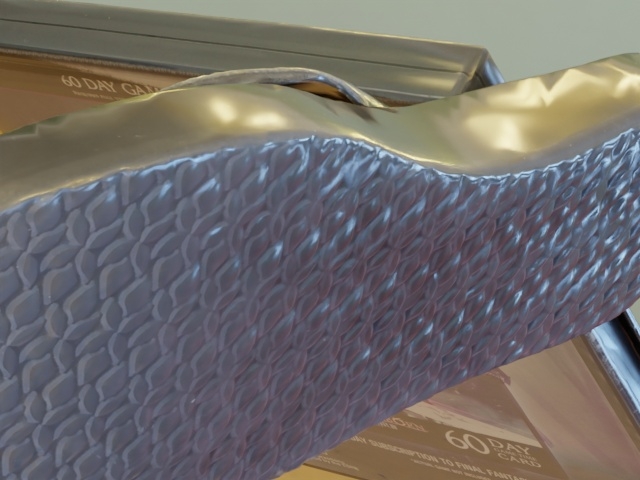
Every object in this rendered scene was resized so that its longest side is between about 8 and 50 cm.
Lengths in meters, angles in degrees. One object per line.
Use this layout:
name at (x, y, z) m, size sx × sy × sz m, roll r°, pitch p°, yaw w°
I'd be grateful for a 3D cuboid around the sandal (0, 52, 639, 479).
sandal at (0.000, 0.001, 0.434) m, size 0.054 × 0.097 × 0.254 m, roll 38°, pitch 28°, yaw 30°

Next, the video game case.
video game case at (0.015, 0.020, 0.634) m, size 0.196 × 0.026 × 0.274 m, roll 10°, pitch -27°, yaw 35°
